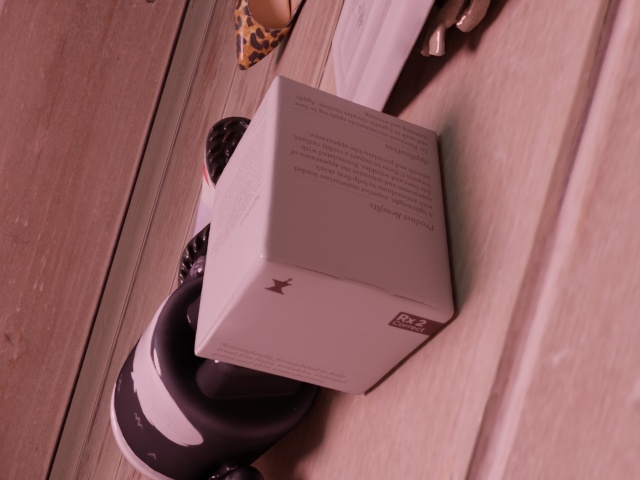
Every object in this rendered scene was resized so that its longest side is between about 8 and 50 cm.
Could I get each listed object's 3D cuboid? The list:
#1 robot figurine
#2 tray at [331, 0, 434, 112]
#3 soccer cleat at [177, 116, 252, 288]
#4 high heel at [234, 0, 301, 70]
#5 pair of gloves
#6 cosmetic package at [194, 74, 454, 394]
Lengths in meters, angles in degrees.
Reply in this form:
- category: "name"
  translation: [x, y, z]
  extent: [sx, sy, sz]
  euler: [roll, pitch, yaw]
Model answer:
- category: "robot figurine"
  translation: [-0.103, 0.140, 0.798]
  extent: [0.278, 0.174, 0.209]
  euler: [-50, 7, 48]
- category: "tray"
  translation: [0.048, -0.206, 0.737]
  extent: [0.270, 0.030, 0.145]
  euler: [115, 153, -65]
- category: "soccer cleat"
  translation: [-0.125, -0.010, 1.102]
  extent: [0.116, 0.109, 0.318]
  euler: [96, 178, -66]
- category: "high heel"
  translation: [-0.056, -0.374, 1.182]
  extent: [0.261, 0.093, 0.186]
  euler: [-66, 16, 1]
- category: "pair of gloves"
  translation: [0.118, -0.270, 0.715]
  extent: [0.240, 0.042, 0.204]
  euler: [-111, 37, -66]
- category: "cosmetic package"
  translation: [0.000, 0.000, 0.652]
  extent: [0.151, 0.151, 0.183]
  euler: [129, 152, -47]
